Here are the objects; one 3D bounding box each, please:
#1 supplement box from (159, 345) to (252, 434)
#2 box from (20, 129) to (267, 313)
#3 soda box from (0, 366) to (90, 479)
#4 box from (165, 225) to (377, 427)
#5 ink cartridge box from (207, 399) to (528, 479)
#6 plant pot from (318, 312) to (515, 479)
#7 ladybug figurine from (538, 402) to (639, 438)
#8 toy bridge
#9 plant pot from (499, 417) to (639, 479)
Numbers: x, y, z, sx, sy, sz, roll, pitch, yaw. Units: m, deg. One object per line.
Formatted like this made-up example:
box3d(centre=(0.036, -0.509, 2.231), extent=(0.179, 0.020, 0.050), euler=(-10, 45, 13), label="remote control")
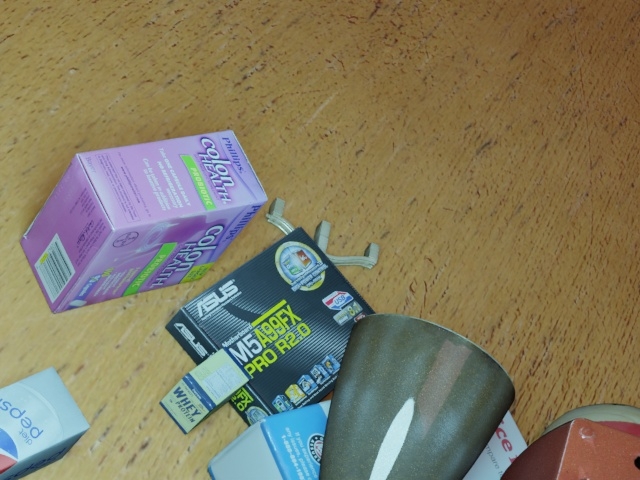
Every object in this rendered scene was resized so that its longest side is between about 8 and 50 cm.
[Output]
box3d(centre=(-0.149, 0.195, 1.820), extent=(0.056, 0.083, 0.083), euler=(49, 45, 6), label="supplement box")
box3d(centre=(-0.233, -0.025, 1.831), extent=(0.243, 0.213, 0.117), euler=(-14, 67, -40), label="box")
box3d(centre=(-0.412, 0.248, 1.597), extent=(0.286, 0.098, 0.091), euler=(-22, 74, -42), label="soda box")
box3d(centre=(-0.051, 0.127, 1.951), extent=(0.216, 0.060, 0.270), euler=(50, 46, 6), label="box")
box3d(centre=(0.097, 0.344, 1.822), extent=(0.395, 0.166, 0.285), euler=(-10, 66, -39), label="ink cartridge box")
box3d(centre=(0.089, 0.241, 1.654), extent=(0.215, 0.215, 0.230), euler=(33, 62, -10), label="plant pot")
box3d(centre=(0.437, 0.417, 2.003), extent=(0.305, 0.162, 0.449), euler=(26, 48, -17), label="ladybug figurine")
box3d(centre=(0.000, 0.000, 2.100), extent=(0.188, 0.026, 0.063), euler=(25, 50, -17), label="toy bridge")
box3d(centre=(0.335, 0.363, 1.635), extent=(0.267, 0.235, 0.267), euler=(19, 52, 6), label="plant pot")
